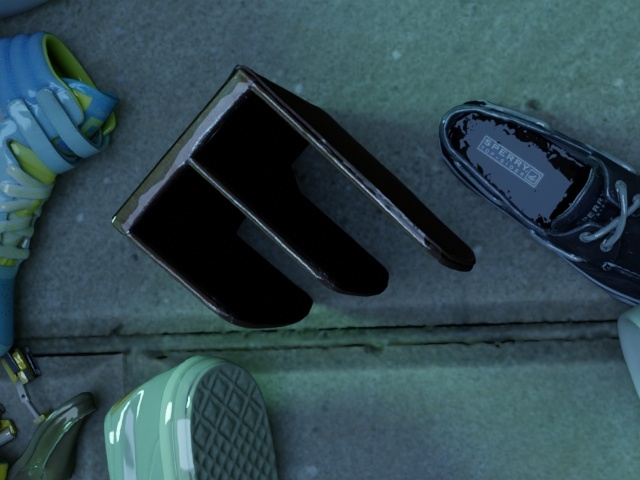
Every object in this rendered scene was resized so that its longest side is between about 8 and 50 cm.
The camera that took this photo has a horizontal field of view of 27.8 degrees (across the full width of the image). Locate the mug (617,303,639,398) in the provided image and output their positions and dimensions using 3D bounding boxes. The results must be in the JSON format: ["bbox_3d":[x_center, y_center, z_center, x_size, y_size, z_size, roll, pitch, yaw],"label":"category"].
[{"bbox_3d":[0.418,0.064,0.982,0.328,0.276,0.374,-26,97,1],"label":"mug"}]

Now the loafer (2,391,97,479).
[{"bbox_3d":[-0.253,0.206,1.231,0.050,0.056,0.148,41,107,8],"label":"loafer"}]

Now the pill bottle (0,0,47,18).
[{"bbox_3d":[-0.344,-0.377,1.181,0.188,0.188,0.333,-14,88,10],"label":"pill bottle"}]

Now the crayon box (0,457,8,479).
[{"bbox_3d":[-0.475,0.342,1.135,0.106,0.313,0.362,21,95,41],"label":"crayon box"}]

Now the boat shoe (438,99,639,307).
[{"bbox_3d":[0.233,-0.029,1.113,0.301,0.102,0.108,36,96,9],"label":"boat shoe"}]

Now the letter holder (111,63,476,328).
[{"bbox_3d":[0.000,0.000,1.056,0.214,0.302,0.152,42,97,8],"label":"letter holder"}]

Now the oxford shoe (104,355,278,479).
[{"bbox_3d":[-0.108,0.326,1.161,0.130,0.169,0.449,-5,92,35],"label":"oxford shoe"}]

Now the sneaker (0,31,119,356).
[{"bbox_3d":[-0.277,-0.047,1.197,0.208,0.127,0.319,-10,88,12],"label":"sneaker"}]

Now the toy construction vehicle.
[{"bbox_3d":[-0.313,0.146,1.249,0.086,0.035,0.098,-27,85,10],"label":"toy construction vehicle"}]
